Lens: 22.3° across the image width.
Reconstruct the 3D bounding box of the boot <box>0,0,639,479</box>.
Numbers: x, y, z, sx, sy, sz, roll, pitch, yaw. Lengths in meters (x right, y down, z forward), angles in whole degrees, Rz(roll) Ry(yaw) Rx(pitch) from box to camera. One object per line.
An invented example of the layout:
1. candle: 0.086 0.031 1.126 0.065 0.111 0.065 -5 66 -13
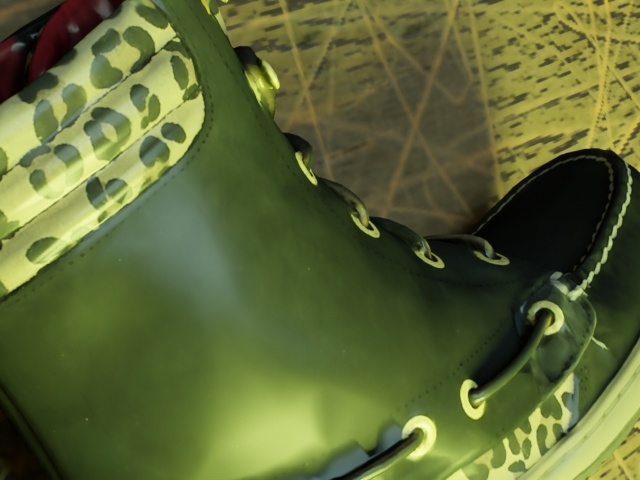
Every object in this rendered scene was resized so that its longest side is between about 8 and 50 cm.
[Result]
1. boot: 0.000 0.000 0.686 0.377 0.138 0.284 -47 111 -36
